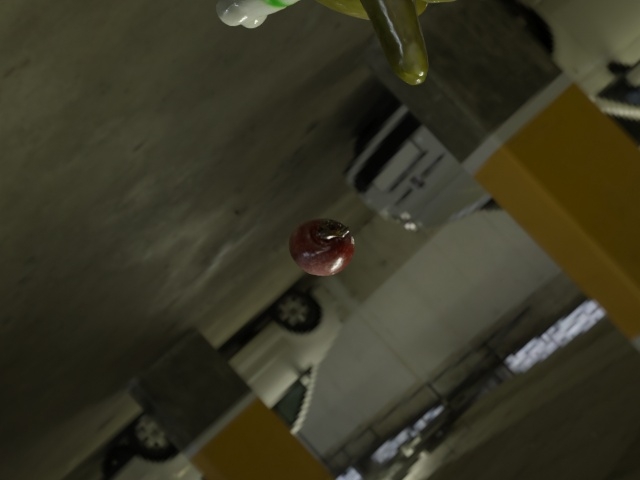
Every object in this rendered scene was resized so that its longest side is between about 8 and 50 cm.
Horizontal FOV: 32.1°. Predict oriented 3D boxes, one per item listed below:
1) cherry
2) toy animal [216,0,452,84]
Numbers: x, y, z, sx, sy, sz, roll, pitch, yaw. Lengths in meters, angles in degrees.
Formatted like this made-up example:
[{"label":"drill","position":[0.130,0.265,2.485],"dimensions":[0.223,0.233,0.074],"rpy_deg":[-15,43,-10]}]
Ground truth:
[{"label":"cherry","position":[0.000,0.000,1.752],"dimensions":[0.225,0.107,0.090],"rpy_deg":[82,23,-76]},{"label":"toy animal","position":[0.059,-0.241,0.887],"dimensions":[0.181,0.180,0.363],"rpy_deg":[-51,-169,-18]}]
